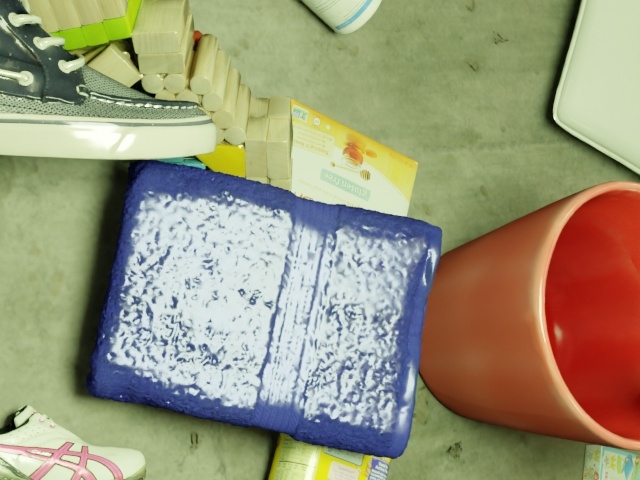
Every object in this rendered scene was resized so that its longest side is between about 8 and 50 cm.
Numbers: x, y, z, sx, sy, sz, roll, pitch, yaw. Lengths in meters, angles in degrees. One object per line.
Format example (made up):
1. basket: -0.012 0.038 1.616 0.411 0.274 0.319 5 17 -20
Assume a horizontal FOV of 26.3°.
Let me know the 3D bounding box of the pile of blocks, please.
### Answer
1. pile of blocks: -0.156 -0.163 1.274 0.362 0.149 0.113 47 24 -26

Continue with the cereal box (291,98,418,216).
1. cereal box: 0.000 0.000 1.388 0.173 0.047 0.240 23 69 -30

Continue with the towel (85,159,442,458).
1. towel: -0.050 0.064 1.268 0.308 0.076 0.228 14 79 -15

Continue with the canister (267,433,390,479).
1. canister: 0.011 0.218 1.345 0.126 0.073 0.170 25 69 -31

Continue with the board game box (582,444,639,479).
1. board game box: 0.348 0.325 1.604 0.103 0.026 0.154 20 71 -33

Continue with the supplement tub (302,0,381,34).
1. supplement tub: 0.007 -0.272 1.426 0.107 0.071 0.071 40 61 -26

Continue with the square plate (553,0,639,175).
1. square plate: 0.435 -0.222 1.748 0.347 0.049 0.344 28 67 -30

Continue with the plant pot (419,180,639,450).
1. plant pot: 0.242 0.086 1.431 0.274 0.243 0.275 6 79 -36

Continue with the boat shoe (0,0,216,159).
1. boat shoe: -0.246 -0.150 1.144 0.340 0.127 0.158 1 95 -26

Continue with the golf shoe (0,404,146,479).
1. golf shoe: -0.232 0.183 1.173 0.186 0.067 0.086 4 78 -36
